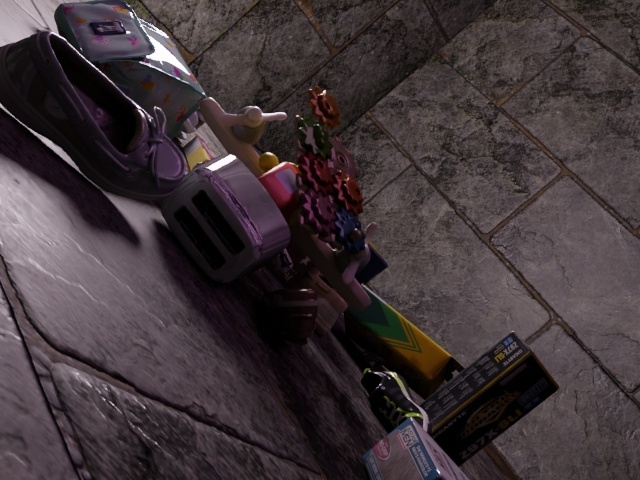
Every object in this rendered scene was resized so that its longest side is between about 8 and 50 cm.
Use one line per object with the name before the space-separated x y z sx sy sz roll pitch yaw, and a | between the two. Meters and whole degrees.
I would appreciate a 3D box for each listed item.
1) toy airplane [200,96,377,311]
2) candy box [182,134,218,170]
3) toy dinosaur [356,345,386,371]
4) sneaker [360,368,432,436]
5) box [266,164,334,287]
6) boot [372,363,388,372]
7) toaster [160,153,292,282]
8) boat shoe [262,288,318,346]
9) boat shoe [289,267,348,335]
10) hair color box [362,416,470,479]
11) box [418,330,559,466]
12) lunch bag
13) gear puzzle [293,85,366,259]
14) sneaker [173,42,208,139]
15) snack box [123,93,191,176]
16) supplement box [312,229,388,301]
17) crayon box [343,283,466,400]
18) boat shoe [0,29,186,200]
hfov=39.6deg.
toy airplane | -0.061 -0.074 1.692 0.386 0.272 0.384 51 0 -41
candy box | -0.258 -0.167 2.065 0.109 0.053 0.186 47 6 -27
toy dinosaur | 0.123 0.268 2.063 0.090 0.082 0.047 -55 134 -42
sneaker | 0.138 0.336 1.765 0.097 0.084 0.234 21 17 -26
box | -0.058 -0.037 1.979 0.168 0.203 0.167 48 5 -17
boot | 0.159 0.338 2.090 0.118 0.042 0.087 47 11 -18
toaster | -0.146 -0.025 1.395 0.227 0.129 0.146 54 21 2
boat shoe | -0.052 0.132 1.503 0.257 0.095 0.095 115 -27 -85
boat shoe | -0.001 0.111 1.972 0.109 0.098 0.302 48 5 -18
hair color box | 0.218 0.441 1.315 0.347 0.105 0.174 49 4 -18
box | 0.369 0.370 2.017 0.079 0.322 0.257 54 5 36
lunch bag | -0.378 -0.344 1.716 0.262 0.160 0.223 27 24 -49
gear puzzle | 0.025 -0.137 1.567 0.175 0.044 0.339 30 45 -40
sneaker | -0.366 -0.369 2.210 0.210 0.137 0.366 49 9 -15
snack box | -0.318 -0.173 1.441 0.187 0.060 0.322 52 4 8
supplement box | 0.000 0.000 2.297 0.195 0.194 0.356 47 5 -25
crayon box | 0.195 0.259 2.092 0.318 0.081 0.202 38 -17 19
boat shoe | -0.279 -0.156 1.162 0.320 0.103 0.118 42 40 -45
